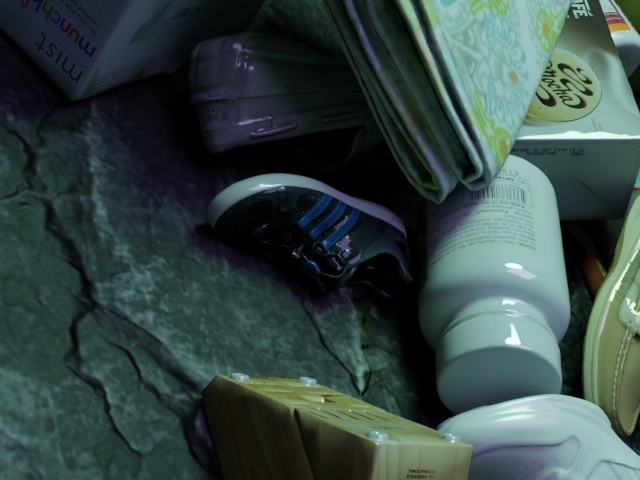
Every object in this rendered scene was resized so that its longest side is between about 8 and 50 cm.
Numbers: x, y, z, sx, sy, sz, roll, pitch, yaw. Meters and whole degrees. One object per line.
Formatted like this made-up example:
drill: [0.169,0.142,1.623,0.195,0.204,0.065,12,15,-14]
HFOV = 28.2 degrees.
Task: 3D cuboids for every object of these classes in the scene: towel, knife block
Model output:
towel: [0.110,-0.261,1.135,0.320,0.090,0.374,62,38,-30]
knife block: [0.007,0.233,0.854,0.088,0.242,0.276,10,3,-38]

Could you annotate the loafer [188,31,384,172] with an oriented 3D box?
loafer: [0.009,-0.117,1.184,0.319,0.112,0.111,2,88,-42]

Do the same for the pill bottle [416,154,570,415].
pill bottle: [0.150,0.041,1.115,0.131,0.131,0.229,27,40,-20]

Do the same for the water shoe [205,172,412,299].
water shoe: [0.000,0.000,1.069,0.203,0.073,0.080,10,50,-35]

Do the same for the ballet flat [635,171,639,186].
ballet flat: [0.377,-0.007,1.418,0.073,0.067,0.206,0,47,-13]

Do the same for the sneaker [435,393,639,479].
sneaker: [0.221,0.221,1.013,0.305,0.114,0.152,24,40,-23]

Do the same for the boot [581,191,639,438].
boot: [0.362,0.074,1.169,0.095,0.203,0.262,56,50,-47]

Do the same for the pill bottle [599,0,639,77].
pill bottle: [0.299,-0.290,1.587,0.121,0.121,0.221,0,53,-42]

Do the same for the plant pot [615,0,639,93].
plant pot: [0.464,-0.334,1.637,0.275,0.293,0.274,24,41,-22]

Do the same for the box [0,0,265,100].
box: [-0.121,-0.265,1.089,0.127,0.231,0.262,45,37,8]

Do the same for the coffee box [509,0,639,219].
coffee box: [0.220,-0.165,1.345,0.168,0.119,0.297,0,47,-4]

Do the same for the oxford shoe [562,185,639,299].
oxford shoe: [0.315,-0.037,1.369,0.097,0.098,0.271,6,50,-38]
